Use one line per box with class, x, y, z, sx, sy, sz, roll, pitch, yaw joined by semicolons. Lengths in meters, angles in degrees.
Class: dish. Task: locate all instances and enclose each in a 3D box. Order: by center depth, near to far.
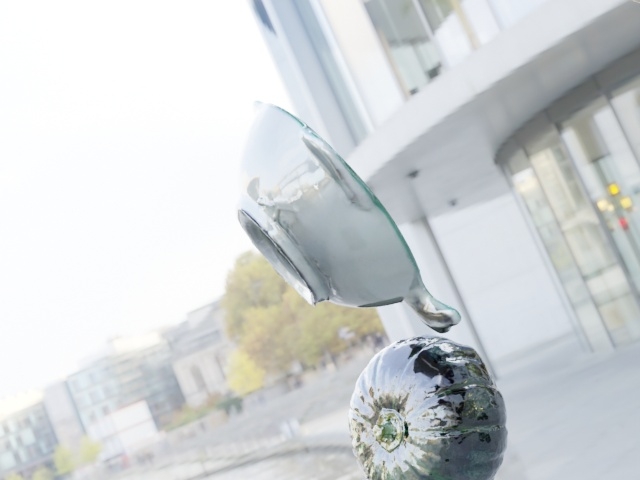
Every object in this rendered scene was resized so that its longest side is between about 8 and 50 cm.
dish;0.000;0.000;0.900;0.078;0.246;0.224;-41;-7;-10

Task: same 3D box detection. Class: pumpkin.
pumpkin;0.115;0.205;1.236;0.140;0.202;0.202;6;-26;-42

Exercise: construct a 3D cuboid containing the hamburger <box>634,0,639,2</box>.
hamburger;0.228;-0.256;0.890;0.185;0.177;0.113;10;-72;-52
